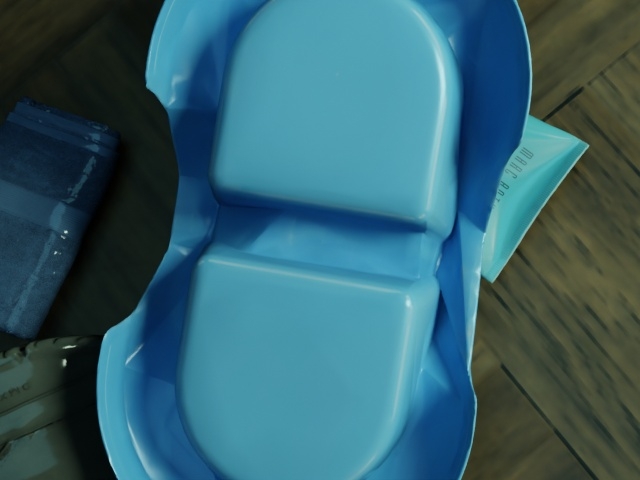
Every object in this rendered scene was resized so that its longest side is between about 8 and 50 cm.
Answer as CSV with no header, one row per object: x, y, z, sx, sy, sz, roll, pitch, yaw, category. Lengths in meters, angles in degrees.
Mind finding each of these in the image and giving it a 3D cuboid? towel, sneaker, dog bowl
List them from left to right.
-0.202,0.153,0.619,0.286,0.109,0.130,-27,79,8,sneaker
-0.151,-0.011,0.680,0.067,0.029,0.119,22,82,16,towel
0.000,0.000,0.593,0.166,0.074,0.297,9,91,9,dog bowl

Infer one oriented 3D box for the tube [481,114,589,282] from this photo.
0.023,-0.071,0.649,0.207,0.052,0.080,36,98,12,tube
